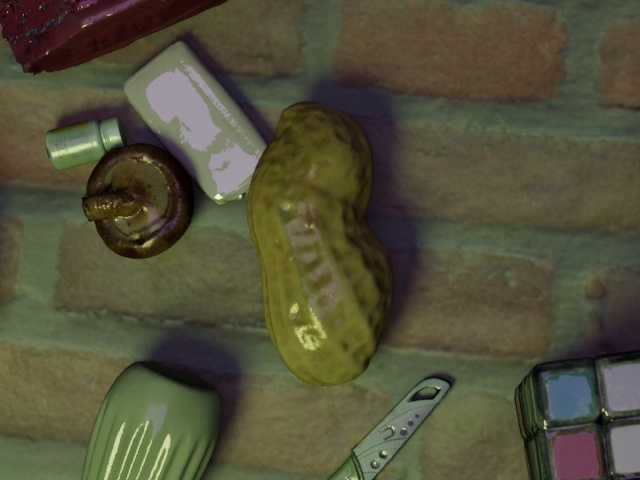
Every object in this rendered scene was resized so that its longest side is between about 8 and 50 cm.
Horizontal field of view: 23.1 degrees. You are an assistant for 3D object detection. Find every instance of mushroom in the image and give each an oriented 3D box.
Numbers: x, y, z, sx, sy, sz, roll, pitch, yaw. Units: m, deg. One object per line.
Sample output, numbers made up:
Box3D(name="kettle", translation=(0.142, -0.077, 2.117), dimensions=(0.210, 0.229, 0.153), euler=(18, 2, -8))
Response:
Box3D(name="mushroom", translation=(-0.194, -0.043, 1.688), dimensions=(0.127, 0.087, 0.127), euler=(-1, 85, 8))

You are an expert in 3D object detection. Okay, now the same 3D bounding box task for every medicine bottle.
Box3D(name="medicine bottle", translation=(-0.258, -0.109, 1.723), dimensions=(0.083, 0.047, 0.047), euler=(-15, 81, 3))

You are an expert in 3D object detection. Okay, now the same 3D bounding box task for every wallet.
Box3D(name="wallet", translation=(-0.132, -0.127, 1.722), dimensions=(0.095, 0.033, 0.190), euler=(-38, 80, 1))

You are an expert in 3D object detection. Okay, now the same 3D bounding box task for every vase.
Box3D(name="vase", translation=(-0.193, 0.255, 1.633), dimensions=(0.128, 0.128, 0.248), euler=(22, 92, 8))

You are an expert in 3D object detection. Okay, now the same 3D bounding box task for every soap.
Box3D(name="soap", translation=(-0.227, -0.270, 1.691), dimensions=(0.250, 0.162, 0.099), euler=(-23, 87, 4))

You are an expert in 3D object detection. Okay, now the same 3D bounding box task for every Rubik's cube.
Box3D(name="Rubik's cube", translation=(0.351, 0.249, 1.496), dimensions=(0.293, 0.287, 0.291), euler=(-10, 80, 3))

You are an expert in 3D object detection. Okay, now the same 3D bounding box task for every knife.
Box3D(name="knife", translation=(0.032, 0.252, 1.661), dimensions=(0.043, 0.020, 0.293), euler=(43, 87, 11))

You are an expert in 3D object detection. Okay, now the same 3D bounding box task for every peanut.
Box3D(name="peanut", translation=(0.000, 0.000, 1.645), dimensions=(0.147, 0.147, 0.305), euler=(-12, 80, 4))
